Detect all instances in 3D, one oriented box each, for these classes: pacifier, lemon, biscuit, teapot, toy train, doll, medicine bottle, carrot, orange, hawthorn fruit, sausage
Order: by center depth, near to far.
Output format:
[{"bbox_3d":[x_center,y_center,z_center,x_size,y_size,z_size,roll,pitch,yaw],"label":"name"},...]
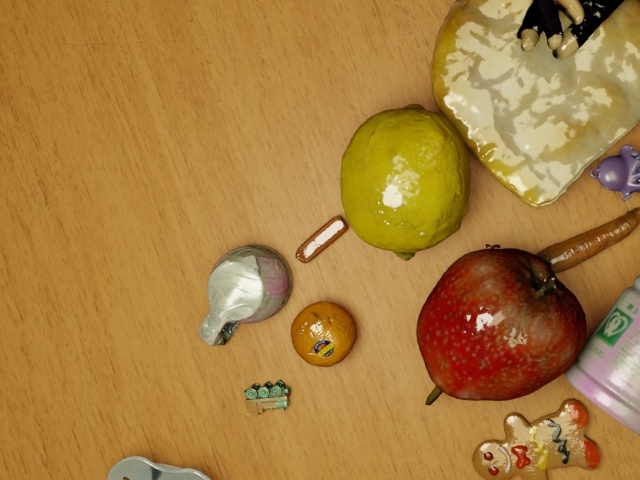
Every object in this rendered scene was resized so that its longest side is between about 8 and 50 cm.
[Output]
[{"bbox_3d":[0.626,0.181,1.370,0.212,0.212,0.325,36,97,8],"label":"medicine bottle"},{"bbox_3d":[0.312,0.189,1.410,0.285,0.285,0.369,40,109,7],"label":"hawthorn fruit"},{"bbox_3d":[0.162,-0.117,1.429,0.260,0.260,0.284,25,99,9],"label":"lemon"},{"bbox_3d":[0.619,-0.128,1.436,0.206,0.067,0.110,1,78,0],"label":"doll"},{"bbox_3d":[0.431,-0.322,1.443,0.446,0.104,0.429,41,98,4],"label":"biscuit"},{"bbox_3d":[0.532,0.001,1.461,0.248,0.059,0.059,-28,87,8],"label":"carrot"},{"bbox_3d":[0.429,0.424,1.504,0.250,0.036,0.165,-19,87,11],"label":"biscuit"},{"bbox_3d":[-0.179,0.107,1.535,0.221,0.178,0.163,-32,85,11],"label":"teapot"},{"bbox_3d":[0.006,0.188,1.536,0.136,0.117,0.135,1,121,2],"label":"orange"},{"bbox_3d":[0.000,0.000,1.568,0.131,0.039,0.041,-40,92,11],"label":"sausage"},{"bbox_3d":[-0.341,0.583,1.573,0.279,0.207,0.227,9,111,11],"label":"pacifier"},{"bbox_3d":[-0.113,0.338,1.600,0.103,0.044,0.064,-9,93,13],"label":"toy train"}]

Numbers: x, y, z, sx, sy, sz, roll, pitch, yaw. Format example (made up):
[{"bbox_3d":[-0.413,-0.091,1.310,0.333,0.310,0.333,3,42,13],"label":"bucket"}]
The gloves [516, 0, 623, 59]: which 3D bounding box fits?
[{"bbox_3d":[0.453,-0.434,1.307,0.152,0.197,0.301,22,66,37],"label":"gloves"}]
